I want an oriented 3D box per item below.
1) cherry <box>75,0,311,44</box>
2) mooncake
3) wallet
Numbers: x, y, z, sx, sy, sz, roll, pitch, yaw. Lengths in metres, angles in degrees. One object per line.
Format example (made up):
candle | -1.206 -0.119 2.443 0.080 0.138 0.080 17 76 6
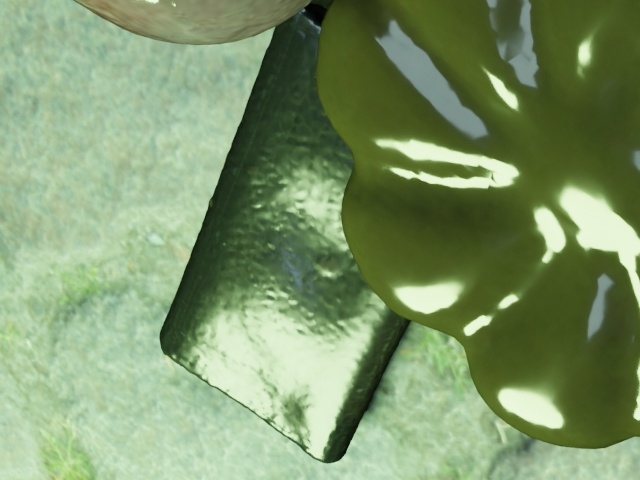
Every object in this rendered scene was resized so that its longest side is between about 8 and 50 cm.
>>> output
cherry | -0.087 -0.229 0.933 0.285 0.213 0.236 0 109 67
mooncake | 0.177 -0.063 0.819 0.378 0.201 0.378 27 133 33
wallet | 0.000 0.000 1.113 0.170 0.044 0.321 33 125 13
